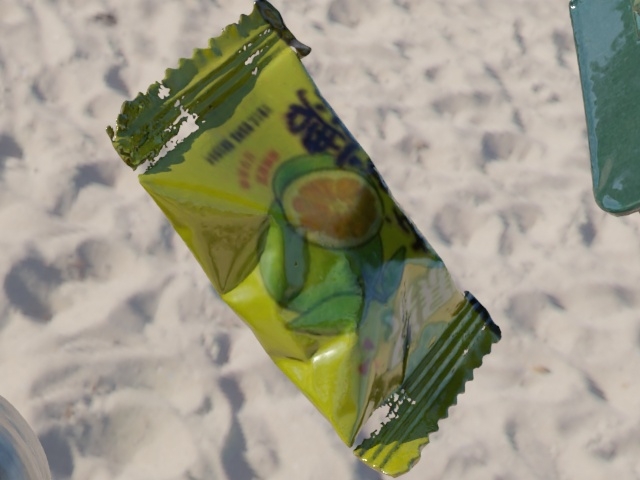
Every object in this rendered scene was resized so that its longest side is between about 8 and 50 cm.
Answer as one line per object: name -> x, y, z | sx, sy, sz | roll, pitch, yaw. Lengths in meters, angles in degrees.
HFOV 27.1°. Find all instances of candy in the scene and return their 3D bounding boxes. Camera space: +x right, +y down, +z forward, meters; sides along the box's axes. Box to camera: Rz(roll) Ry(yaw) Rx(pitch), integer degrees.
candy -> 0.000, 0.000, 0.868 | 0.297, 0.081, 0.187 | 53, 47, -10

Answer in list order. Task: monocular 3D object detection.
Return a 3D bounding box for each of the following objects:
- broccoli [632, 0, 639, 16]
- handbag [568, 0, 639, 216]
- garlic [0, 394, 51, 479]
broccoli -> 0.205, -0.246, 0.535 | 0.293, 0.280, 0.348 | -13, 88, -50
handbag -> 0.312, -0.156, 0.874 | 0.089, 0.326, 0.239 | 24, 49, -30
garlic -> -0.312, 0.207, 0.842 | 0.241, 0.322, 0.322 | 36, 28, -19
